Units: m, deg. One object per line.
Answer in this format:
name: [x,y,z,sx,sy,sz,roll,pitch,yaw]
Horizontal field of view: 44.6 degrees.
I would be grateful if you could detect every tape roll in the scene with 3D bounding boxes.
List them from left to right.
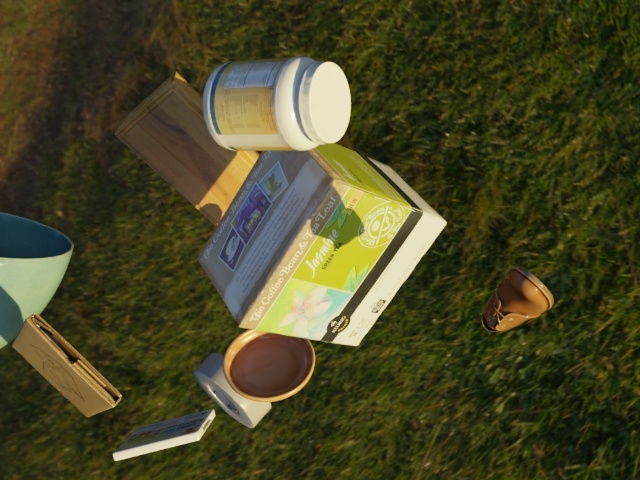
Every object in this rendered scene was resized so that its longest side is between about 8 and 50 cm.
tape roll: [-0.236,0.401,2.086,0.219,0.219,0.072,32,64,27]

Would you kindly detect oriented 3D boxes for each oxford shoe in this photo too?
oxford shoe: [0.269,0.092,1.091,0.076,0.212,0.076,-42,74,-10]

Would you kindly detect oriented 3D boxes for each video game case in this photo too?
video game case: [-0.404,0.507,2.043,0.227,0.206,0.026,-15,93,4]

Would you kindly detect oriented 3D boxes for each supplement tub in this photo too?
supplement tub: [-0.068,-0.213,1.225,0.200,0.144,0.144,4,90,31]

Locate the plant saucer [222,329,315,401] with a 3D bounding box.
plant saucer: [-0.110,0.269,1.693,0.200,0.200,0.037,28,145,28]

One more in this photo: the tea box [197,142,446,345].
tea box: [0.000,0.000,1.502,0.329,0.324,0.220,-57,45,19]

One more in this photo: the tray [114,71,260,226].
tray: [-0.286,-0.198,1.943,0.203,0.411,0.076,-37,27,17]

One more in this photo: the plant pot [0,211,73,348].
plant pot: [-0.575,0.074,1.288,0.290,0.290,0.195,21,102,29]

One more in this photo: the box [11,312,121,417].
box: [-0.368,0.184,1.116,0.164,0.021,0.201,46,150,-7]
